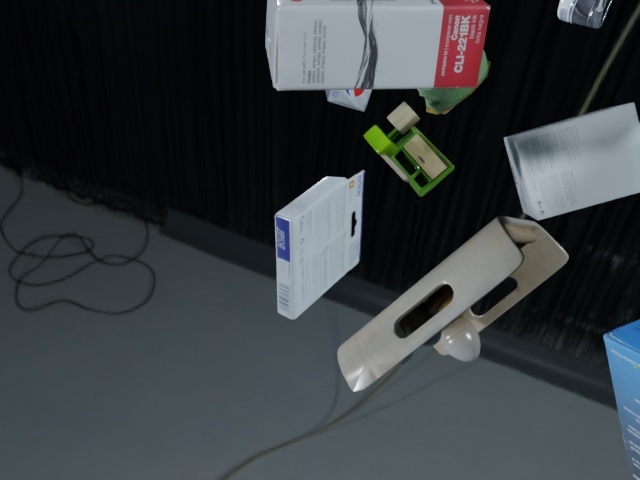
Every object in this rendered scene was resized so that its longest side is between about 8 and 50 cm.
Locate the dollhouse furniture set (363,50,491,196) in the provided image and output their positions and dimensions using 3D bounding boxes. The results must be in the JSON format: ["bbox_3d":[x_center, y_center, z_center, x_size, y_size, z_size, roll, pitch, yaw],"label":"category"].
[{"bbox_3d":[0.263,-0.250,1.433,0.151,0.301,0.197,50,12,11],"label":"dollhouse furniture set"}]

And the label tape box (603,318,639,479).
[{"bbox_3d":[0.430,0.261,0.705,0.106,0.333,0.240,-20,17,-11],"label":"label tape box"}]

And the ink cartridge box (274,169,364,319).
[{"bbox_3d":[0.000,0.000,1.287,0.045,0.223,0.224,22,39,29],"label":"ink cartridge box"}]

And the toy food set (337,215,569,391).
[{"bbox_3d":[0.171,0.079,0.798,0.092,0.220,0.306,53,20,17],"label":"toy food set"}]

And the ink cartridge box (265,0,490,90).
[{"bbox_3d":[0.065,-0.293,0.954,0.273,0.114,0.197,-3,34,-7],"label":"ink cartridge box"}]

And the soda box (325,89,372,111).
[{"bbox_3d":[0.068,-0.386,1.669,0.091,0.098,0.286,16,17,-7],"label":"soda box"}]

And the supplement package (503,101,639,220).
[{"bbox_3d":[0.593,-0.184,1.622,0.263,0.199,0.198,-16,6,9],"label":"supplement package"}]

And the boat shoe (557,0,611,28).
[{"bbox_3d":[0.571,-0.551,1.334,0.102,0.301,0.108,29,2,27],"label":"boat shoe"}]
